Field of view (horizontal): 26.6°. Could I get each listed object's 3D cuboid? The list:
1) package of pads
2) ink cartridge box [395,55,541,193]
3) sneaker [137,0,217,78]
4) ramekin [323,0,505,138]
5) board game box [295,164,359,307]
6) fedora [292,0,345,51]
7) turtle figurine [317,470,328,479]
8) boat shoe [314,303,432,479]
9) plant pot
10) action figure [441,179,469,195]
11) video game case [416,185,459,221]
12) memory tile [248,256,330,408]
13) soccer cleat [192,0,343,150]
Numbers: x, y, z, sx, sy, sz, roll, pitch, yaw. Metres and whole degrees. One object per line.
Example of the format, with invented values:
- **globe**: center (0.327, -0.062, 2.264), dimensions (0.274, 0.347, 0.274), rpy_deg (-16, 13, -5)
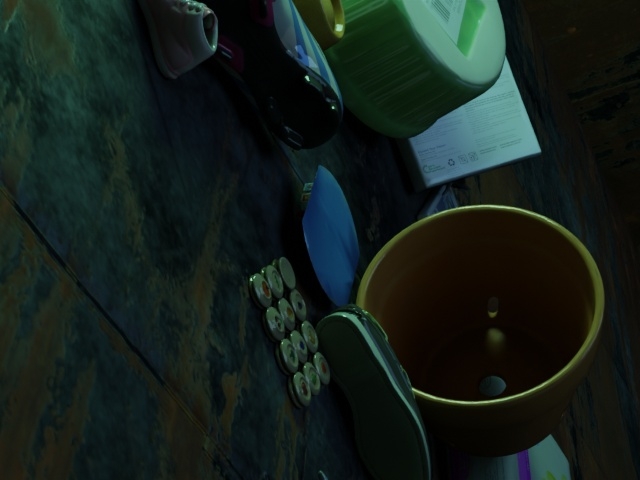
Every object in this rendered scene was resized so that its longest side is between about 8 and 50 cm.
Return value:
- **package of pads**: center (0.261, 0.332, 1.841), dimensions (0.296, 0.101, 0.229), rpy_deg (53, 27, -42)
- **ink cartridge box**: center (0.206, -0.205, 2.074), dimensions (0.045, 0.223, 0.224), rpy_deg (-29, -101, 64)
- **sneaker**: center (-0.141, -0.234, 1.350), dimensions (0.051, 0.070, 0.134), rpy_deg (6, 65, -66)
- **ramekin**: center (0.126, -0.308, 1.891), dimensions (0.303, 0.148, 0.303), rpy_deg (26, 54, -41)
- **board game box**: center (0.000, 0.000, 1.564), dimensions (0.169, 0.033, 0.133), rpy_deg (-74, 145, -51)
- **fedora**: center (-0.021, -0.297, 1.715), dimensions (0.194, 0.079, 0.194), rpy_deg (53, 25, -39)
- **turtle figurine**: center (0.107, 0.380, 1.242), dimensions (0.275, 0.197, 0.266), rpy_deg (-73, 143, -54)
- **boat shoe**: center (0.069, 0.177, 1.501), dimensions (0.228, 0.081, 0.068), rpy_deg (66, 24, -5)
- **plant pot**: center (0.200, 0.130, 1.654), dimensions (0.203, 0.290, 0.291), rpy_deg (74, 10, -51)
- **action figure**: center (0.222, -0.195, 2.178), dimensions (0.164, 0.141, 0.276), rpy_deg (44, 30, -30)
- **video game case**: center (0.210, 0.014, 2.121), dimensions (0.183, 0.023, 0.201), rpy_deg (66, 20, -11)
- **memory tile**: center (-0.030, 0.095, 1.419), dimensions (0.148, 0.012, 0.113), rpy_deg (69, 19, -4)
- **soccer cleat**: center (-0.082, -0.244, 1.490), dimensions (0.331, 0.116, 0.143), rpy_deg (59, 6, -34)
